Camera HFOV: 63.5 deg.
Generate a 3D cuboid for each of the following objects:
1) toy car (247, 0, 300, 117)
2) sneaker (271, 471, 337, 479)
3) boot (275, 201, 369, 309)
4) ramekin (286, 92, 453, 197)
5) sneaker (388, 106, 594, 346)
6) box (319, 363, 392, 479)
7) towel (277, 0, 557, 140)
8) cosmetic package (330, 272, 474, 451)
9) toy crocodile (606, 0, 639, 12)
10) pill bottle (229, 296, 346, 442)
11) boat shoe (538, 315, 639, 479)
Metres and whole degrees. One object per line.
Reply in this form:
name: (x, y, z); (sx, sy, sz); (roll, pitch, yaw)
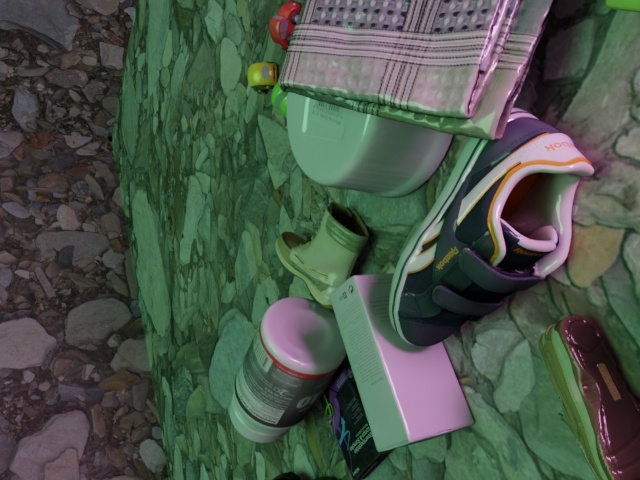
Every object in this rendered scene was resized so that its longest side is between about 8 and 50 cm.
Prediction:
toy car: (-0.090, -0.349, 1.090); (0.239, 0.053, 0.224); (-50, 50, 48)
sneaker: (-0.017, 0.518, 0.991); (0.267, 0.101, 0.106); (-26, 89, 58)
boot: (0.000, 0.000, 0.936); (0.213, 0.077, 0.165); (46, 129, 42)
ramekin: (0.060, -0.203, 0.772); (0.277, 0.135, 0.277); (5, 95, 59)
sneaker: (0.181, 0.019, 0.591); (0.127, 0.126, 0.321); (56, 135, 50)
box: (0.058, 0.315, 0.898); (0.162, 0.029, 0.116); (60, 139, 36)
towel: (0.112, -0.292, 0.589); (0.324, 0.056, 0.312); (23, 92, 34)
cosmetic package: (0.108, 0.163, 0.728); (0.085, 0.118, 0.231); (-48, 50, 49)
toy crocodile: (0.312, -0.348, 0.381); (0.115, 0.105, 0.340); (49, 132, 47)
pill bottle: (-0.071, 0.254, 0.981); (0.161, 0.161, 0.283); (62, 140, 37)
boat shoe: (0.273, 0.174, 0.517); (0.072, 0.068, 0.189); (117, 150, -57)
